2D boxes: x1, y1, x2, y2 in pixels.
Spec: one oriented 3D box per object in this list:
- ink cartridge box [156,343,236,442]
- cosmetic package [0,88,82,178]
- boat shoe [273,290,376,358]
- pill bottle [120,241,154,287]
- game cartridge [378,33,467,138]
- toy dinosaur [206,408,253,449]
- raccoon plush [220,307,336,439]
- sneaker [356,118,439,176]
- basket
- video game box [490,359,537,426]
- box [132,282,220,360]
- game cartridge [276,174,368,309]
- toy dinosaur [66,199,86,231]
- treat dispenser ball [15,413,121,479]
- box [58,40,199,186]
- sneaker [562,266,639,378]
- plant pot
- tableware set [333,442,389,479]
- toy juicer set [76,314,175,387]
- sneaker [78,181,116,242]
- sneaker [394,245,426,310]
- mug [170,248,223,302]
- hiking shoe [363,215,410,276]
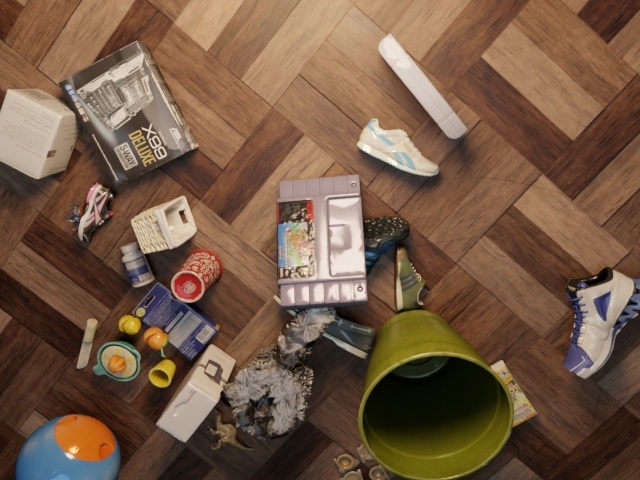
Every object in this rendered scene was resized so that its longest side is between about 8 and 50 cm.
[{"bbox_3d":[-0.348,0.430,1.660,0.100,0.237,0.172,36,105,-6],"label":"ink cartridge box"},{"bbox_3d":[-0.748,-0.285,1.542,0.151,0.151,0.184,26,106,-4],"label":"cosmetic package"},{"bbox_3d":[0.016,0.218,1.657,0.319,0.116,0.099,32,85,-6],"label":"boat shoe"},{"bbox_3d":[-0.526,0.068,1.664,0.067,0.067,0.120,-16,103,8],"label":"pill bottle"},{"bbox_3d":[0.245,-0.374,1.427,0.060,0.196,0.294,-40,98,12],"label":"game cartridge"},{"bbox_3d":[-0.293,0.610,1.801,0.092,0.053,0.183,-35,100,10],"label":"toy dinosaur"},{"bbox_3d":[-0.088,0.362,1.632,0.446,0.299,0.216,-44,90,1],"label":"raccoon plush"},{"bbox_3d":[0.213,-0.238,1.523,0.228,0.087,0.092,24,103,-5],"label":"sneaker"},{"bbox_3d":[-0.423,-0.042,1.579,0.103,0.167,0.113,-14,104,12],"label":"basket"},{"bbox_3d":[0.498,0.481,1.716,0.205,0.048,0.187,-34,103,12],"label":"video game box"},{"bbox_3d":[-0.425,0.234,1.717,0.225,0.036,0.136,41,104,-8],"label":"box"},{"bbox_3d":[0.000,0.000,1.515,0.230,0.068,0.355,-3,68,1],"label":"game cartridge"},{"bbox_3d":[-0.690,-0.065,1.656,0.090,0.047,0.082,-14,122,-3],"label":"toy dinosaur"},{"bbox_3d":[-0.743,0.665,1.725,0.288,0.288,0.288,1,105,4],"label":"treat dispenser ball"},{"bbox_3d":[-0.504,-0.332,1.551,0.242,0.076,0.308,-23,102,9],"label":"box"},{"bbox_3d":[0.732,0.199,1.594,0.182,0.127,0.316,31,98,-1],"label":"sneaker"},{"bbox_3d":[0.273,0.365,1.534,0.366,0.353,0.367,0,110,0],"label":"plant pot"},{"bbox_3d":[0.127,0.705,1.814,0.168,0.020,0.141,-25,102,10],"label":"tableware set"},{"bbox_3d":[-0.593,0.320,1.706,0.328,0.089,0.209,4,113,9],"label":"toy juicer set"},{"bbox_3d":[-0.625,-0.069,1.636,0.077,0.072,0.178,18,111,-12],"label":"sneaker"},{"bbox_3d":[0.251,0.104,1.626,0.086,0.064,0.192,-2,107,0],"label":"sneaker"},{"bbox_3d":[-0.348,0.117,1.612,0.113,0.169,0.150,21,105,-2],"label":"mug"},{"bbox_3d":[0.114,0.037,1.607,0.304,0.113,0.132,-26,124,11],"label":"hiking shoe"}]
